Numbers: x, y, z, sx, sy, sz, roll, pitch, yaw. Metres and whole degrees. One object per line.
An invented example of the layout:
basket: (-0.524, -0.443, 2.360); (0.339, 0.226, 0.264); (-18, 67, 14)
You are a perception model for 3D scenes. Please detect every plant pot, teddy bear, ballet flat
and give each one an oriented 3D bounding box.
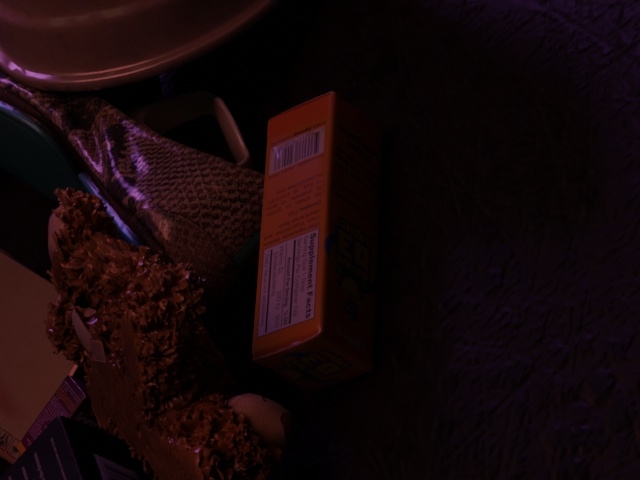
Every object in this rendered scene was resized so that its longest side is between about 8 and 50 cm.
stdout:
plant pot: (-0.209, -0.359, 1.536); (0.333, 0.305, 0.334); (-13, 37, 10)
teddy bear: (-0.121, 0.097, 1.323); (0.338, 0.113, 0.245); (37, 138, 49)
ballet flat: (-0.181, -0.086, 1.569); (0.182, 0.164, 0.483); (-41, 41, -14)

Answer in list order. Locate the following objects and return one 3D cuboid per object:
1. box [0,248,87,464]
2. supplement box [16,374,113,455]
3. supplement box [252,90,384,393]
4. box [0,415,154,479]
box: (-0.305, 0.106, 1.606); (0.201, 0.021, 0.164); (28, 86, 35)
supplement box: (-0.222, 0.171, 1.490); (0.083, 0.055, 0.043); (-55, 40, 5)
supplement box: (0.000, 0.000, 1.351); (0.080, 0.078, 0.233); (-19, 53, 34)
box: (-0.223, 0.277, 1.377); (0.207, 0.108, 0.153); (-47, 40, 14)
